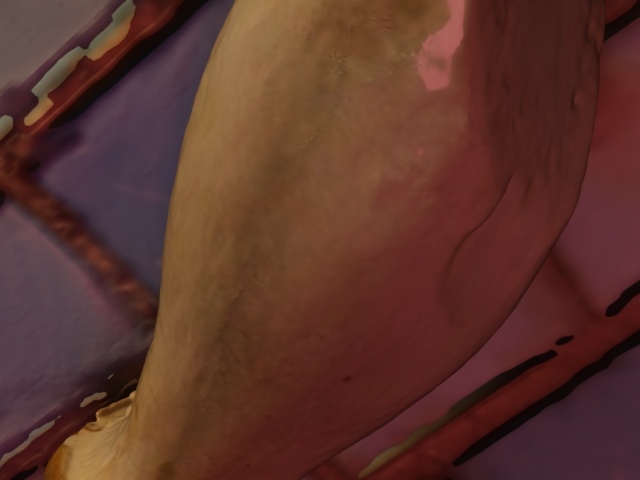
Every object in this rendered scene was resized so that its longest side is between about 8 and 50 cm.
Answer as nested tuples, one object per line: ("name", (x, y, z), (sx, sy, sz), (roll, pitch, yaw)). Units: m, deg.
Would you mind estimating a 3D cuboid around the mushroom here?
("mushroom", (0.000, 0.000, 0.510), (0.128, 0.128, 0.350), (23, 125, -11))
